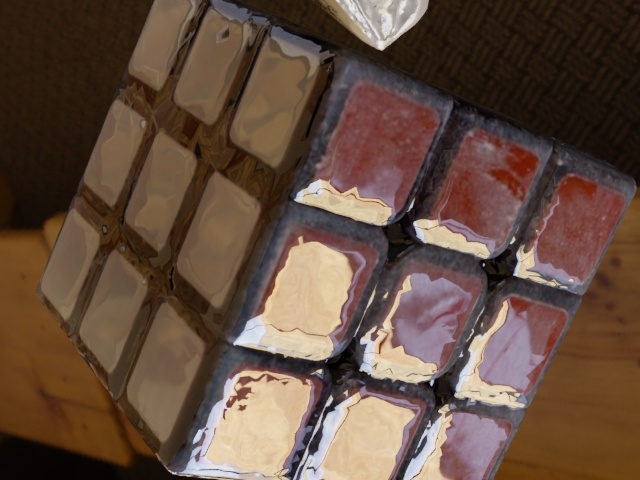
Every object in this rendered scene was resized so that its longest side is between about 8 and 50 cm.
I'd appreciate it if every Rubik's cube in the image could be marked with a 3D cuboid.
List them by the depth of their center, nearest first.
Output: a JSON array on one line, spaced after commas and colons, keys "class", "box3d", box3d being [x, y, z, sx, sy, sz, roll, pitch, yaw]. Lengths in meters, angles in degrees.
[{"class": "Rubik's cube", "box3d": [0.000, 0.000, 0.880, 0.301, 0.305, 0.303, 36, 104, 53]}]

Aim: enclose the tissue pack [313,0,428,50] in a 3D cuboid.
[{"class": "tissue pack", "box3d": [-0.031, -0.233, 0.673, 0.222, 0.090, 0.186, 50, -177, 41]}]
